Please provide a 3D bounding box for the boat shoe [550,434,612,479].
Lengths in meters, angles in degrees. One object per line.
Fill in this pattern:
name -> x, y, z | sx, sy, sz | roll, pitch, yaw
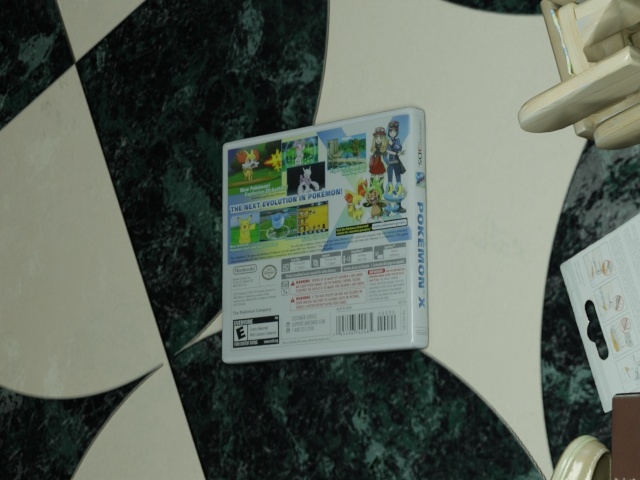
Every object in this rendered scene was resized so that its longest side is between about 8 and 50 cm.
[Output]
boat shoe -> 0.296, 0.364, 1.961 | 0.098, 0.109, 0.302 | 8, 95, 37

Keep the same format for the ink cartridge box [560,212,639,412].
ink cartridge box -> 0.375, 0.063, 1.984 | 0.232, 0.066, 0.189 | -43, 56, 54

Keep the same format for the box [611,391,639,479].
box -> 0.391, 0.342, 1.816 | 0.191, 0.143, 0.381 | 166, 106, -68

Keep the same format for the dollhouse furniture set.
dollhouse furniture set -> 0.271, -0.258, 1.879 | 0.256, 0.394, 0.362 | -27, 66, 36

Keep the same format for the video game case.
video game case -> 0.000, 0.000, 2.321 | 0.329, 0.036, 0.300 | -8, 78, 41
